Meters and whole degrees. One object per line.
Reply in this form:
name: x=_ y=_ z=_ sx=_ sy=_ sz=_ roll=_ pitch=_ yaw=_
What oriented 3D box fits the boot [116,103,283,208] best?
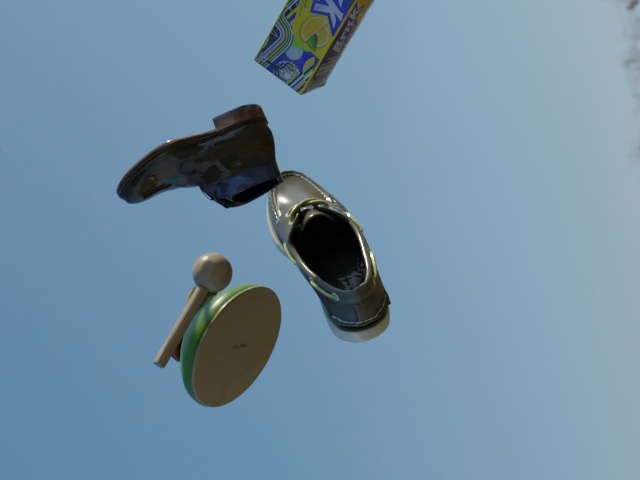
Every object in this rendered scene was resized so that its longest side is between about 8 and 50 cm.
boot: x=-0.152 y=-0.078 z=1.750 sx=0.106 sy=0.219 sz=0.082 roll=65 pitch=-168 yaw=20

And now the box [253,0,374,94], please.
box: x=0.011 y=-0.216 z=1.229 sx=0.169 sy=0.059 sz=0.054 roll=-57 pitch=-10 yaw=28

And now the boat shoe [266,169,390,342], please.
boat shoe: x=0.004 y=-0.002 z=1.799 sx=0.091 sy=0.109 sz=0.305 roll=77 pitch=168 yaw=-46

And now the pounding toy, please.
pounding toy: x=-0.161 y=0.114 z=1.872 sx=0.183 sy=0.110 sz=0.237 roll=-58 pitch=-30 yaw=-10
